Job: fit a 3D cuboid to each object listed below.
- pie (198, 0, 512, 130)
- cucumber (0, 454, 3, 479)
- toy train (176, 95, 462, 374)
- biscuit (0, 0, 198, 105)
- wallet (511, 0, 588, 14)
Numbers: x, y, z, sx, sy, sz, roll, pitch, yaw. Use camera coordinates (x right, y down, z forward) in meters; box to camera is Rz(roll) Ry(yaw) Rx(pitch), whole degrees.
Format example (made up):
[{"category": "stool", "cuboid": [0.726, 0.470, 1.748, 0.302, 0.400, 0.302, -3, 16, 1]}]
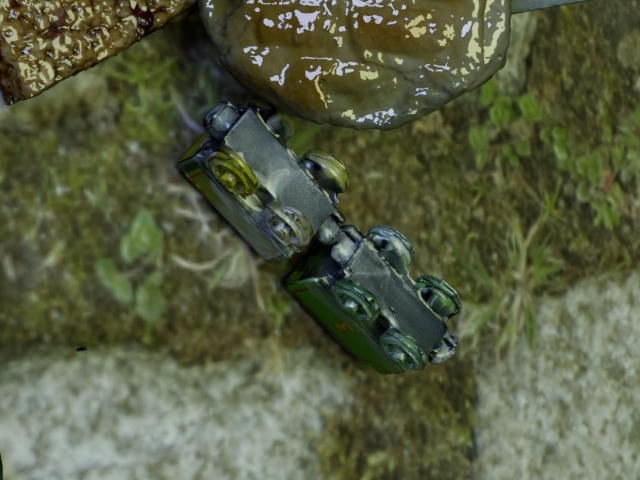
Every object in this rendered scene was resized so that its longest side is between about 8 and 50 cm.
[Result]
[{"category": "pie", "cuboid": [0.016, -0.156, 0.669, 0.195, 0.046, 0.195, 0, 89, 2]}, {"category": "cucumber", "cuboid": [-0.184, 0.181, 0.615, 0.033, 0.036, 0.184, 23, 76, -42]}, {"category": "toy train", "cuboid": [0.000, 0.000, 0.726, 0.202, 0.081, 0.060, 46, 63, -16]}, {"category": "biscuit", "cuboid": [-0.101, -0.143, 0.687, 0.199, 0.034, 0.064, -35, 107, -29]}, {"category": "wallet", "cuboid": [0.079, -0.257, 0.708, 0.071, 0.220, 0.262, -30, 111, -66]}]
